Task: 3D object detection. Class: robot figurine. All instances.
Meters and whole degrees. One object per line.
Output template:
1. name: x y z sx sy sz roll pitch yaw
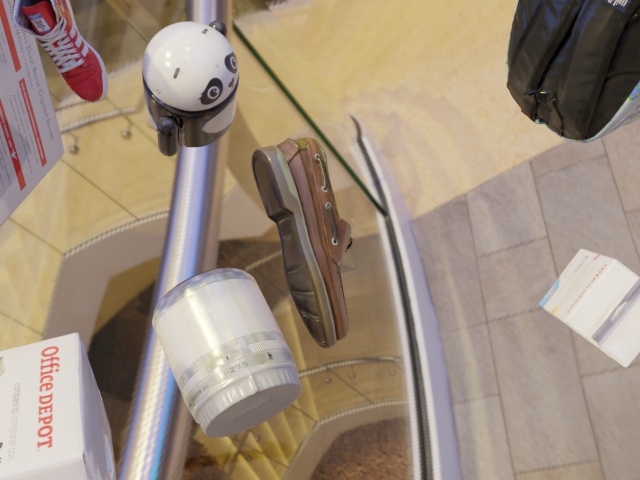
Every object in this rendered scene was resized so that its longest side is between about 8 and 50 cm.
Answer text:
1. robot figurine: -0.233 -0.275 1.411 0.173 0.278 0.209 -15 75 -14

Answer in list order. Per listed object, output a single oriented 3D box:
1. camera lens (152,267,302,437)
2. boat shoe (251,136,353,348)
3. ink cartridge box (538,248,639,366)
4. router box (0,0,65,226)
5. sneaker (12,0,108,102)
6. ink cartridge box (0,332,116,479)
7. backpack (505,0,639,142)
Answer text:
1. camera lens: -0.182 0.207 1.485 0.219 0.219 0.274 -34 64 10
2. boat shoe: 0.000 0.000 1.122 0.104 0.307 0.111 -19 9 -25
3. ink cartridge box: 0.333 0.077 0.906 0.090 0.143 0.092 36 96 -2
4. router box: -0.378 -0.152 0.730 0.082 0.335 0.301 5 36 9
5. sneaker: -0.231 -0.176 0.685 0.042 0.118 0.067 -23 13 6
6. ink cartridge box: -0.320 0.200 0.649 0.273 0.114 0.198 -14 26 -13
7. backpack: 0.409 -0.307 1.093 0.290 0.273 0.355 41 129 28
